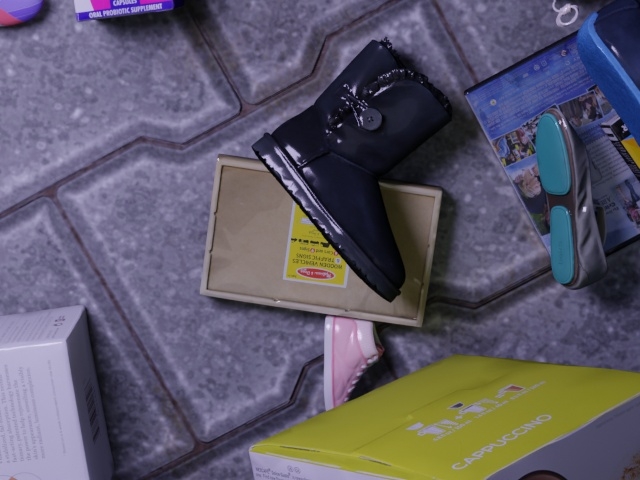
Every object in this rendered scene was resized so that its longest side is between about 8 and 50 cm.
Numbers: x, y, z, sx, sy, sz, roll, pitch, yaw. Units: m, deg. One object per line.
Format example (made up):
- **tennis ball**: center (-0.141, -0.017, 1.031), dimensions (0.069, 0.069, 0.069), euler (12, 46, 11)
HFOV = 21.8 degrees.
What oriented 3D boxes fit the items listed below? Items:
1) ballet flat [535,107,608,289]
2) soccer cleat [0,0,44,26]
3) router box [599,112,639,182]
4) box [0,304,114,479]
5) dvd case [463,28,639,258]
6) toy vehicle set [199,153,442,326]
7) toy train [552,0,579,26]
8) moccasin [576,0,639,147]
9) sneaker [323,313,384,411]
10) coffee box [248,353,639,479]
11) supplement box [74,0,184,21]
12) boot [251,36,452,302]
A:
- **ballet flat**: center (0.292, -0.051, 1.905), dimensions (0.068, 0.072, 0.213), euler (-13, 103, -25)
- **soccer cleat**: center (-0.435, -0.296, 1.863), dimensions (0.248, 0.095, 0.083), euler (19, 101, -3)
- **router box**: center (0.429, -0.132, 1.896), dimensions (0.179, 0.046, 0.133), euler (-38, 99, -4)
- **box**: center (-0.434, 0.217, 1.929), dimensions (0.345, 0.168, 0.215), euler (-7, 102, 1)
- **dvd case**: center (0.303, -0.105, 1.931), dimensions (0.180, 0.022, 0.253), euler (-28, 100, 5)
- **toy vehicle set**: center (0.000, 0.000, 1.947), dimensions (0.267, 0.035, 0.166), euler (9, 101, -1)
- **toy train**: center (0.311, -0.314, 1.837), dimensions (0.166, 0.125, 0.046), euler (-35, 126, 11)
- **moccasin**: center (0.417, -0.121, 1.802), dimensions (0.117, 0.138, 0.342), euler (-35, 97, -8)
- **sneaker**: center (0.040, 0.153, 1.970), dimensions (0.070, 0.051, 0.134), euler (1, 97, 6)
- **coffee box**: center (0.180, 0.335, 1.796), dimensions (0.338, 0.338, 0.334), euler (-21, 104, -38)
- **supplement box**: center (-0.225, -0.359, 1.840), dimensions (0.111, 0.114, 0.220), euler (-7, 99, 3)
- **boot**: center (0.072, -0.083, 1.868), dimensions (0.207, 0.094, 0.246), euler (-39, 80, -2)
